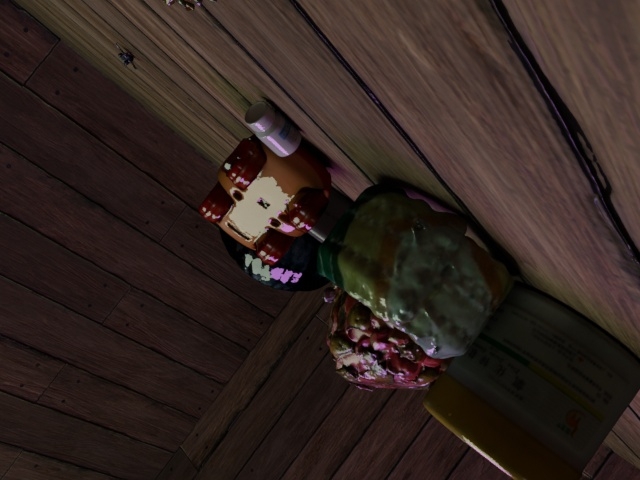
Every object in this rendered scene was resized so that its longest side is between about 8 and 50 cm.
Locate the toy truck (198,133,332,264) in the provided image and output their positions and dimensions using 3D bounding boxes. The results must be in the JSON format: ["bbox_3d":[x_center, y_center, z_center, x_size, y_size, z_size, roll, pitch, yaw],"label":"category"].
[{"bbox_3d":[-0.081,-0.107,1.259,0.189,0.239,0.265,37,136,-8],"label":"toy truck"}]

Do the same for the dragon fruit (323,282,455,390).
[{"bbox_3d":[0.171,0.157,1.443,0.314,0.296,0.263,2,158,-4],"label":"dragon fruit"}]

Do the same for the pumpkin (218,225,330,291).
[{"bbox_3d":[-0.081,-0.034,1.595,0.315,0.238,0.315,22,-159,-9],"label":"pumpkin"}]

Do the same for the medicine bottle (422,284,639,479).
[{"bbox_3d":[0.308,0.219,1.015,0.238,0.232,0.238,36,177,2],"label":"medicine bottle"}]

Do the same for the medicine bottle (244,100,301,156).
[{"bbox_3d":[-0.073,-0.173,1.073,0.052,0.052,0.089,34,176,47],"label":"medicine bottle"}]

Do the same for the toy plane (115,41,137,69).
[{"bbox_3d":[-0.474,-0.446,1.694,0.078,0.031,0.083,53,173,-5],"label":"toy plane"}]

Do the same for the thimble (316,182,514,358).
[{"bbox_3d":[0.130,0.043,0.985,0.254,0.167,0.288,36,178,-3],"label":"thimble"}]

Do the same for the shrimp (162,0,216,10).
[{"bbox_3d":[-0.175,-0.285,0.697,0.187,0.052,0.132,44,-169,16],"label":"shrimp"}]

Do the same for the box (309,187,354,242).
[{"bbox_3d":[0.022,-0.046,1.426,0.243,0.103,0.055,36,171,11],"label":"box"}]
